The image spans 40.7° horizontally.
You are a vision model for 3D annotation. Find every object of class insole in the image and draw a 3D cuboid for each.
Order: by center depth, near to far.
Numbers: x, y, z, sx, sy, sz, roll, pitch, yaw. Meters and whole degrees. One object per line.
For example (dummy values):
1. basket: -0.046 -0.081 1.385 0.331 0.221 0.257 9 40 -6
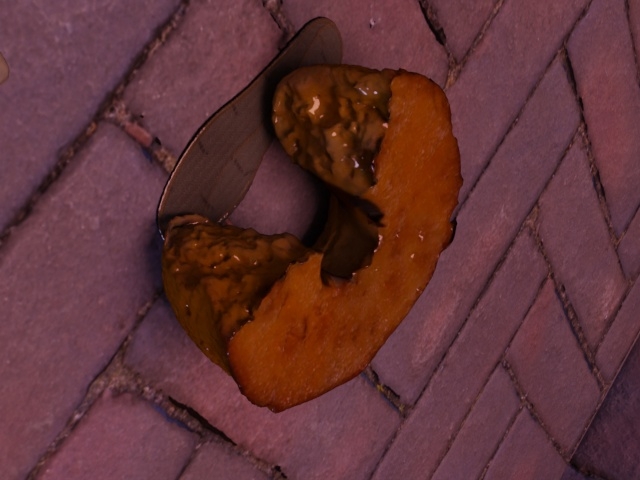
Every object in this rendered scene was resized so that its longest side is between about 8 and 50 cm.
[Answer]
1. insole: -0.079 -0.134 1.034 0.348 0.009 0.119 -52 139 -18

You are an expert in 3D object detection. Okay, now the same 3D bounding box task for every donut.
1. donut: 0.000 0.000 1.071 0.435 0.163 0.378 -55 146 -16

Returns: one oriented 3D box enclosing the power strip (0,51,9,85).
1. power strip: -0.357 -0.089 0.650 0.257 0.105 0.070 -47 139 -23
